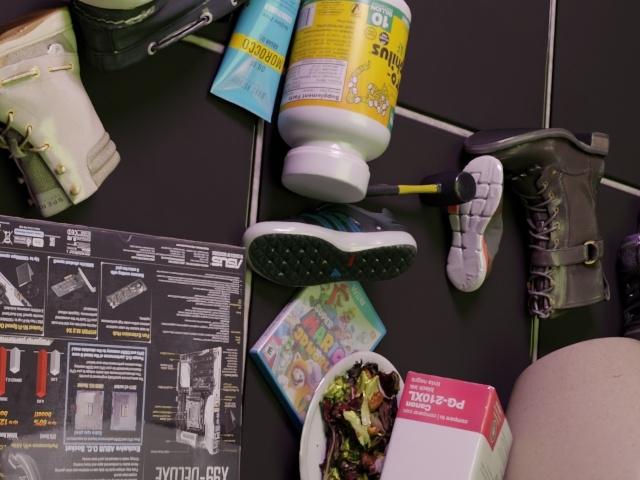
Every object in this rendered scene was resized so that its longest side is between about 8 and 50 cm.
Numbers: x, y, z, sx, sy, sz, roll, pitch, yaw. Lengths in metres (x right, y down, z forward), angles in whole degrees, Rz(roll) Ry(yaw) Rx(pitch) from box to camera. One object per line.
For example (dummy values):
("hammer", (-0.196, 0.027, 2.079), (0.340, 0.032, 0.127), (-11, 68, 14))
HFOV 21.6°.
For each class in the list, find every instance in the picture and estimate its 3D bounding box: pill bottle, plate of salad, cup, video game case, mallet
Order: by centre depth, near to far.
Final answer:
("pill bottle", (0.021, -0.150, 1.715), (0.117, 0.117, 0.208), (26, 68, -44))
("video game case", (0.000, 0.105, 1.749), (0.166, 0.015, 0.119), (-52, 123, -37))
("plate of salad", (0.047, 0.216, 1.756), (0.200, 0.048, 0.200), (-5, 97, -51))
("mallet", (0.082, -0.055, 1.843), (0.190, 0.062, 0.039), (-3, 88, -33))
("cup", (0.331, 0.252, 1.919), (0.331, 0.331, 0.237), (20, 46, -45))

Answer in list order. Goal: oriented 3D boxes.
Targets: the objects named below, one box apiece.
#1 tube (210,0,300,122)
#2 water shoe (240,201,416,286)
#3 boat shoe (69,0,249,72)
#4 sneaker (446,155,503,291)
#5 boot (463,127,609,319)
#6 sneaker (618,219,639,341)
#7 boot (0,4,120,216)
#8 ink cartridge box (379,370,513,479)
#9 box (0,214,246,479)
("tube", (-0.053, -0.229, 1.698), (0.080, 0.052, 0.207), (24, 75, -33))
("water shoe", (0.000, 0.000, 1.730), (0.203, 0.080, 0.073), (6, 126, -31))
("boat shoe", (-0.115, -0.251, 1.583), (0.340, 0.127, 0.113), (-47, 149, -50))
("sneaker", (0.183, -0.022, 1.927), (0.065, 0.061, 0.158), (-9, 113, -60))
("boot", (0.271, -0.019, 2.005), (0.263, 0.091, 0.229), (0, 93, -43))
("sneaker", (0.420, 0.060, 2.172), (0.124, 0.107, 0.283), (40, 54, -21))
("boot", (-0.264, -0.093, 1.430), (0.213, 0.077, 0.165), (-40, 117, -47))
("ink cartridge box", (0.122, 0.282, 1.762), (0.172, 0.100, 0.237), (62, 40, -61))
("box", (-0.199, 0.112, 1.486), (0.307, 0.076, 0.242), (7, 82, -47))
